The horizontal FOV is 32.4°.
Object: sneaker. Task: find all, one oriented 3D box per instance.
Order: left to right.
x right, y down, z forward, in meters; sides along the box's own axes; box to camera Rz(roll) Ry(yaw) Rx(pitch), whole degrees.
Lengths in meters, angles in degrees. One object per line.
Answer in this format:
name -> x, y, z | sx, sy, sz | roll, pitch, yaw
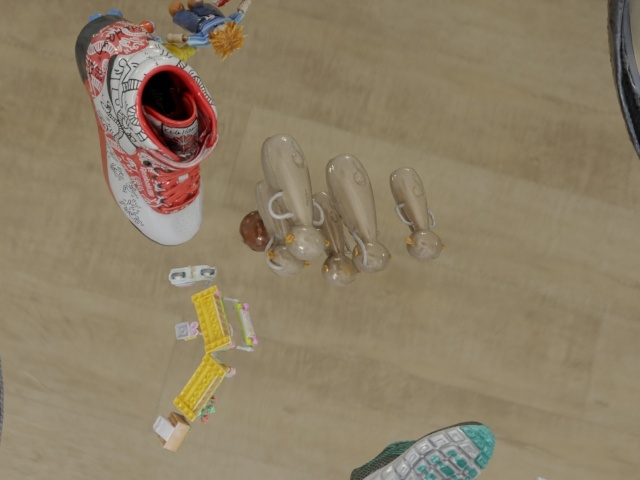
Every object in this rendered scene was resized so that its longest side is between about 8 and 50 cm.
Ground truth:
sneaker -> -0.152, -0.079, 1.075 | 0.090, 0.270, 0.145 | -30, 39, -21
sneaker -> 0.088, 0.211, 1.051 | 0.166, 0.076, 0.065 | -30, 108, 13

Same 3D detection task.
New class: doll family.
doll family -> -0.179, -0.281, 1.494 | 0.263, 0.163, 0.118 | -31, 123, -9

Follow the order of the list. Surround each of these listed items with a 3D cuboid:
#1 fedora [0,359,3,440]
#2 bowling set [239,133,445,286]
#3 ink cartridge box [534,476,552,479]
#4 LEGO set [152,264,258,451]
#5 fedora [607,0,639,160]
fedora -> -0.280, 0.081, 0.652 | 0.243, 0.124, 0.276 | 7, 71, -41
bowling set -> 0.000, 0.000, 1.337 | 0.287, 0.200, 0.154 | 8, 56, -41
ink cartridge box -> 0.221, 0.362, 0.823 | 0.131, 0.226, 0.306 | 32, 76, -41
LEGO set -> -0.167, 0.182, 1.696 | 0.132, 0.107, 0.287 | -1, 80, 28
fedora -> 0.370, -0.154, 0.813 | 0.334, 0.152, 0.334 | -6, 100, -33
